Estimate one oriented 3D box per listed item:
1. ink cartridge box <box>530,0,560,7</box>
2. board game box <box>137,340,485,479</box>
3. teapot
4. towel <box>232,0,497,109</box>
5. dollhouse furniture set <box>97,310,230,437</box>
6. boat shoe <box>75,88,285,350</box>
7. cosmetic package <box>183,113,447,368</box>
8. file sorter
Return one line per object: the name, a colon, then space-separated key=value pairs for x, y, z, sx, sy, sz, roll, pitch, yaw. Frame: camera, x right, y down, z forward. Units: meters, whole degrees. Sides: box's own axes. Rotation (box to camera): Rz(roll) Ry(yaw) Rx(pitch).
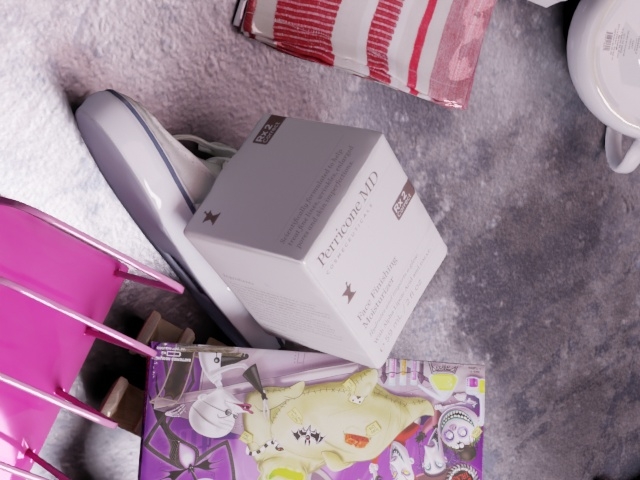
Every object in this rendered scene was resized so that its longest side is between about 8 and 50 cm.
ink cartridge box: x=0.260 y=-0.378 z=1.205 sx=0.128 sy=0.127 sz=0.176 roll=9 pitch=76 yaw=-36
board game box: x=-0.006 y=0.215 z=1.058 sx=0.346 sy=0.056 sz=0.208 roll=5 pitch=83 yaw=-13
teapot: x=0.424 y=-0.249 z=1.359 sx=0.256 sy=0.187 sz=0.252 roll=-36 pitch=104 yaw=10
towel: x=0.075 y=-0.298 z=1.196 sx=0.329 sy=0.037 sz=0.237 roll=13 pitch=96 yaw=-35
dollhouse furniture set: x=-0.143 y=0.229 z=1.131 sx=0.212 sy=0.161 sz=0.242 roll=29 pitch=73 yaw=-8
boat shoe: x=-0.097 y=-0.037 z=1.097 sx=0.156 sy=0.136 sz=0.367 roll=-44 pitch=126 yaw=-15
cosmetic package: x=0.000 y=0.000 z=1.019 sx=0.151 sy=0.151 sz=0.184 roll=-59 pitch=139 yaw=-22
file sorter: x=-0.284 y=0.121 z=0.966 sx=0.202 sy=0.182 sz=0.291 roll=32 pitch=77 yaw=-35
